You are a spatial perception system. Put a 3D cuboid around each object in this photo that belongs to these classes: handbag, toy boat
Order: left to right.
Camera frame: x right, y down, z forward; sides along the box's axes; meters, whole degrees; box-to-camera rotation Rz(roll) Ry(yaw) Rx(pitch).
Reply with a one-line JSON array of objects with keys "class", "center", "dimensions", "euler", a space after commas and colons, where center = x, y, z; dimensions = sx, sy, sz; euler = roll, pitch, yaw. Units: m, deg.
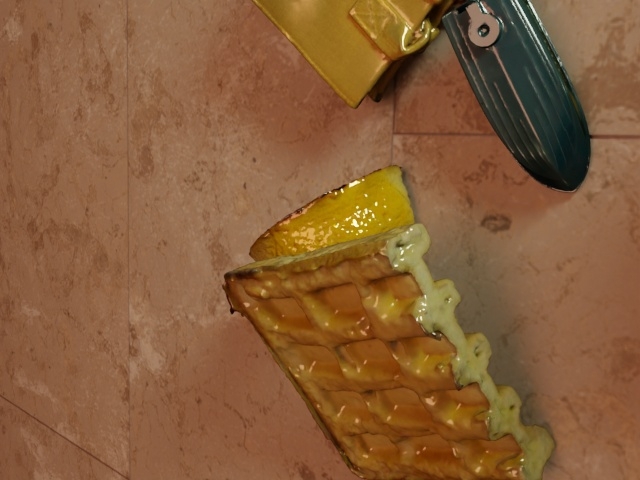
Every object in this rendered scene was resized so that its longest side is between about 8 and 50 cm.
[{"class": "handbag", "center": [0.091, -0.379, 0.861], "dimensions": [0.401, 0.133, 0.283], "euler": [-49, 66, 37]}, {"class": "toy boat", "center": [0.217, -0.162, 0.788], "dimensions": [0.093, 0.103, 0.246], "euler": [-27, 88, 30]}]

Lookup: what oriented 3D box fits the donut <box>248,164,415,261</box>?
[{"class": "donut", "center": [-0.006, 0.003, 0.976], "dimensions": [0.259, 0.152, 0.101], "euler": [-33, 78, 45]}]

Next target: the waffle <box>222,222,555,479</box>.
[{"class": "waffle", "center": [0.067, 0.148, 0.874], "dimensions": [0.304, 0.077, 0.348], "euler": [-14, 114, 47]}]
